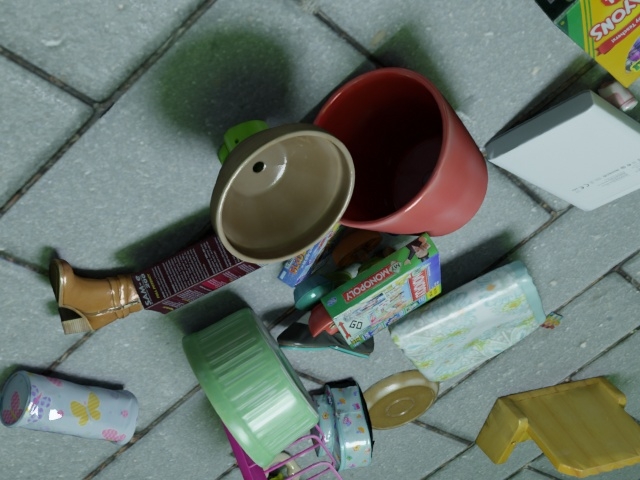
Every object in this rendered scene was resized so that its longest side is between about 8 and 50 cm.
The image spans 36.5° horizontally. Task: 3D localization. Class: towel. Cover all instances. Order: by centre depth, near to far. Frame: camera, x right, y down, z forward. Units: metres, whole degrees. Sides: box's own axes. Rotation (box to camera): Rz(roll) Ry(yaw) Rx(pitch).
[{"bbox_3d":[0.339,0.191,2.167,0.320,0.090,0.374,-29,153,5],"label":"towel"}]

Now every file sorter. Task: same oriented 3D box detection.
[{"bbox_3d":[-0.088,0.443,2.128,0.182,0.290,0.202,-27,141,-2],"label":"file sorter"}]

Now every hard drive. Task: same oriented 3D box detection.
[{"bbox_3d":[0.519,-0.165,1.890,0.233,0.047,0.353,-28,147,37],"label":"hard drive"}]

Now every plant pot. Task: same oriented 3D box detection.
[{"bbox_3d":[-0.074,-0.090,1.499,0.237,0.110,0.237,-19,133,-22],"label":"plant pot"},{"bbox_3d":[0.147,-0.126,1.646,0.275,0.275,0.243,-41,149,19],"label":"plant pot"},{"bbox_3d":[0.040,0.119,1.988,0.083,0.079,0.083,-14,140,-12],"label":"plant pot"},{"bbox_3d":[0.196,0.410,2.440,0.236,0.032,0.236,-15,140,-13],"label":"plant pot"}]

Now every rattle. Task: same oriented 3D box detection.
[{"bbox_3d":[-0.157,0.574,2.445,0.200,0.143,0.130,26,88,-27],"label":"rattle"}]

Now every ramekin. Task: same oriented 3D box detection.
[{"bbox_3d":[-0.131,0.280,1.920,0.148,0.303,0.303,-33,141,-3],"label":"ramekin"}]

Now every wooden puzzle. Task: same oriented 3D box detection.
[{"bbox_3d":[0.574,0.200,2.418,0.083,0.006,0.049,20,124,-41],"label":"wooden puzzle"}]

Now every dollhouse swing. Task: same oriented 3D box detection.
[{"bbox_3d":[0.676,0.567,2.654,0.347,0.305,0.315,-8,138,-21],"label":"dollhouse swing"}]

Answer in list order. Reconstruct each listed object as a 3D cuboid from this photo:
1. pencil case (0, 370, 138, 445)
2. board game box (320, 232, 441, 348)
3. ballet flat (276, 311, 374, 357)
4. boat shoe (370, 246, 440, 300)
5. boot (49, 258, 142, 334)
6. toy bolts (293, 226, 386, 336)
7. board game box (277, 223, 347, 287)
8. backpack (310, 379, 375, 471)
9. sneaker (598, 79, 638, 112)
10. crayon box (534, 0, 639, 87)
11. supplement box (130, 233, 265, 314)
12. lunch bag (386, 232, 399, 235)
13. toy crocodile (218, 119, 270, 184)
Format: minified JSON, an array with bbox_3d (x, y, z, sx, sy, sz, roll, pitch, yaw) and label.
[{"bbox_3d":[-0.497,0.335,1.930,0.124,0.113,0.273,-7,160,44],"label":"pencil case"},{"bbox_3d":[0.119,0.099,1.763,0.213,0.046,0.317,-32,163,-1],"label":"board game box"},{"bbox_3d":[0.013,0.190,2.051,0.280,0.095,0.096,14,85,-50],"label":"ballet flat"},{"bbox_3d":[0.169,0.078,2.020,0.073,0.073,0.207,-39,132,20],"label":"boat shoe"},{"bbox_3d":[-0.399,0.083,1.734,0.152,0.073,0.197,-16,145,-17],"label":"boot"},{"bbox_3d":[0.048,0.063,1.887,0.228,0.158,0.218,-38,162,16],"label":"toy bolts"},{"bbox_3d":[0.000,0.000,1.690,0.136,0.035,0.201,-60,172,16],"label":"board game box"},{"bbox_3d":[0.051,0.445,2.279,0.144,0.188,0.166,-11,140,-16],"label":"backpack"},{"bbox_3d":[0.560,-0.267,1.853,0.051,0.070,0.134,-34,171,-2],"label":"sneaker"},{"bbox_3d":[0.536,-0.394,1.662,0.318,0.081,0.202,23,122,-43],"label":"crayon box"},{"bbox_3d":[-0.207,0.049,1.748,0.239,0.073,0.130,-26,170,1],"label":"supplement box"},{"bbox_3d":[0.131,-0.060,1.822,0.098,0.067,0.065,-56,143,-17],"label":"lunch bag"},{"bbox_3d":[-0.083,-0.083,1.665,0.105,0.115,0.340,-28,141,3],"label":"toy crocodile"}]
